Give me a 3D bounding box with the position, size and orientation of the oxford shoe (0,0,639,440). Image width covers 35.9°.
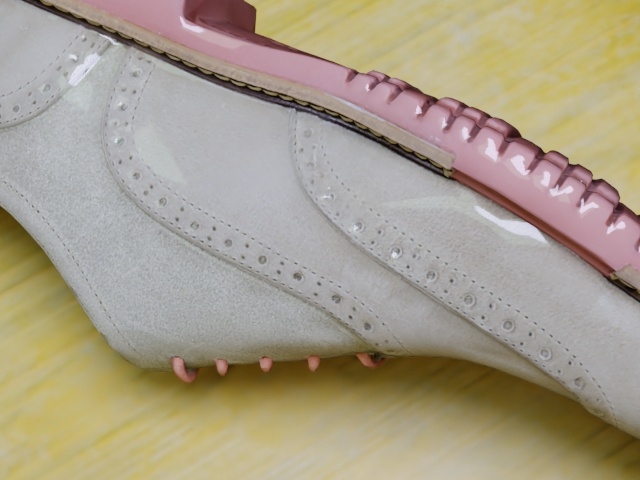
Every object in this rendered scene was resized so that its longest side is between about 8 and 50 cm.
[{"bbox_3d":[0.000,0.000,0.389,0.397,0.140,0.146,30,98,16],"label":"oxford shoe"}]
